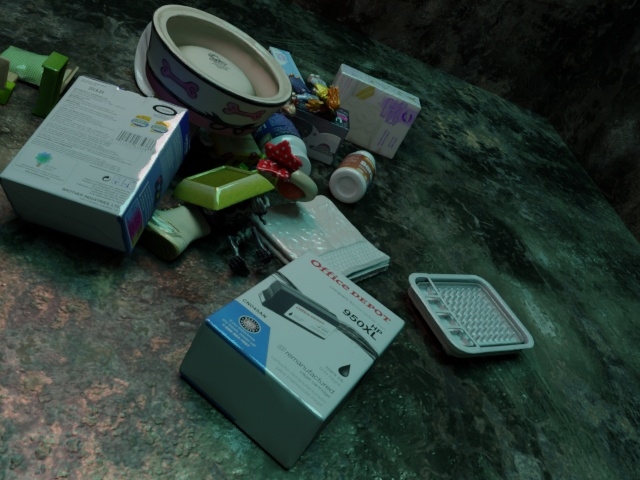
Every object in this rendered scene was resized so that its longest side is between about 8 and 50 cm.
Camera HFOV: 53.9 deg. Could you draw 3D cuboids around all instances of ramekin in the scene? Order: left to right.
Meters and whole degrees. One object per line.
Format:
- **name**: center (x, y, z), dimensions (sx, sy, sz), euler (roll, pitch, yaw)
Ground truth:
- **ramekin**: center (-0.457, -0.567, 1.988), dimensions (0.127, 0.273, 0.273), euler (6, 37, -53)

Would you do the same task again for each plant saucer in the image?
- **plant saucer**: center (-0.243, -0.139, 1.551), dimensions (0.188, 0.045, 0.188), euler (17, 32, 41)

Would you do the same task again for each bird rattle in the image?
- **bird rattle**: center (-0.096, -0.174, 1.685), dimensions (0.207, 0.253, 0.143), euler (30, 65, -24)

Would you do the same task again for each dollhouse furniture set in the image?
- **dollhouse furniture set**: center (-0.784, -0.491, 1.714), dimensions (0.198, 0.151, 0.301), euler (19, 33, -16)

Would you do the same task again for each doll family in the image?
- **doll family**: center (-0.029, -0.461, 1.997), dimensions (0.263, 0.118, 0.163), euler (-5, 50, -38)

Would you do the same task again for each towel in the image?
- **towel**: center (0.000, 0.000, 1.740), dimensions (0.317, 0.053, 0.332), euler (44, 34, 22)

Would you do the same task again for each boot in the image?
- **boot**: center (-0.381, -0.057, 1.498), dimensions (0.213, 0.077, 0.165), euler (38, 33, 5)

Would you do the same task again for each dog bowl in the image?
- **dog bowl**: center (-0.285, -0.445, 1.691), dimensions (0.408, 0.150, 0.408), euler (26, 34, -19)

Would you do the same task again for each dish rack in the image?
- **dish rack**: center (0.403, 0.214, 1.738), dimensions (0.333, 0.072, 0.285), euler (3, 40, -35)

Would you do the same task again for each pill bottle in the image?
- **pill bottle**: center (-0.130, -0.289, 1.944), dimensions (0.153, 0.153, 0.264), euler (6, 38, -32)
- **pill bottle**: center (0.113, -0.217, 2.062), dimensions (0.121, 0.121, 0.216), euler (30, 33, 1)

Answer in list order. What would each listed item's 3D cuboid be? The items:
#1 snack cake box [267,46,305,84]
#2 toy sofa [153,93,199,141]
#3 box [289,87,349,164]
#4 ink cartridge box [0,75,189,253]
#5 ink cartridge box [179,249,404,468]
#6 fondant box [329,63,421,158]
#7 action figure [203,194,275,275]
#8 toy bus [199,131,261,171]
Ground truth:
- **snack cake box**: center (-0.153, -0.588, 2.343), dimensions (0.089, 0.152, 0.264), euler (10, 37, -28)
- **toy sofa**: center (-0.430, -0.304, 1.733), dimensions (0.177, 0.150, 0.362), euler (32, 31, -14)
- **box**: center (-0.045, -0.390, 2.142), dimensions (0.247, 0.163, 0.142), euler (20, 37, -14)
- **ink cartridge box**: center (-0.464, -0.196, 1.397), dimensions (0.270, 0.151, 0.395), euler (18, 57, 2)
- **ink cartridge box**: center (-0.042, 0.217, 1.296), dimensions (0.285, 0.166, 0.395), euler (38, 33, 12)
- **fondant box**: center (0.177, -0.482, 2.372), dimensions (0.330, 0.238, 0.096), euler (20, 33, -14)
- **action figure**: center (-0.199, -0.054, 1.567), dimensions (0.164, 0.141, 0.275), euler (-17, 52, -9)
- **toy bus**: center (-0.273, -0.257, 1.828), dimensions (0.202, 0.104, 0.191), euler (35, 38, -21)
